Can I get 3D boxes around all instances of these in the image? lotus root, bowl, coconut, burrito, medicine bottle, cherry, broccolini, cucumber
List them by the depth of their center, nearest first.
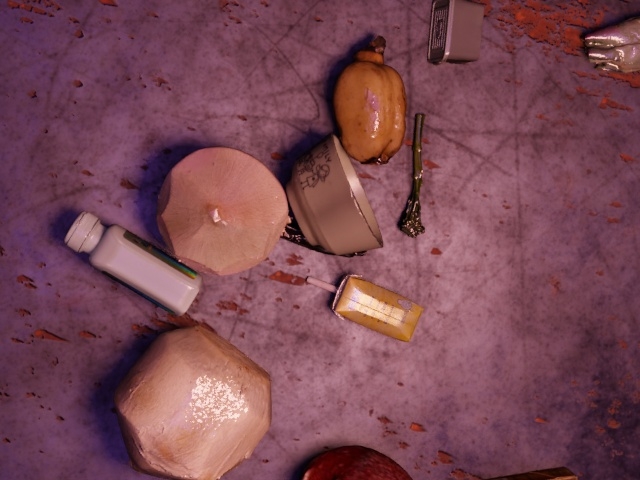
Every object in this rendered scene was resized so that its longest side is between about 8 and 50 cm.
[{"bbox_3d":[-0.157,-0.045,1.688,0.224,0.234,0.224,-1,99,-9],"label":"coconut"},{"bbox_3d":[-0.210,0.281,1.706,0.245,0.245,0.247,36,89,-9],"label":"coconut"},{"bbox_3d":[-0.308,0.036,1.727,0.229,0.121,0.083,31,90,-9],"label":"medicine bottle"},{"bbox_3d":[0.014,-0.064,1.736,0.112,0.211,0.211,-22,97,7],"label":"bowl"},{"bbox_3d":[0.076,0.469,1.764,0.203,0.230,0.300,-44,114,9],"label":"cherry"},{"bbox_3d":[0.083,-0.235,1.770,0.118,0.125,0.220,-5,89,34],"label":"lotus root"},{"bbox_3d":[0.000,0.000,1.814,0.163,0.043,0.039,20,49,-12],"label":"cucumber"},{"bbox_3d":[0.171,-0.113,1.829,0.044,0.042,0.218,8,91,-10],"label":"broccolini"},{"bbox_3d":[0.611,-0.364,1.862,0.309,0.066,0.096,-17,91,-7],"label":"burrito"}]

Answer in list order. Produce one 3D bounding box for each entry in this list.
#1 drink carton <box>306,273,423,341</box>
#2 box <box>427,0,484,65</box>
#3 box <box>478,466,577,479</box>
[{"bbox_3d":[0.073,0.106,1.813,0.200,0.074,0.084,23,90,-10],"label":"drink carton"},{"bbox_3d":[0.233,-0.359,1.801,0.069,0.084,0.122,4,95,-16],"label":"box"},{"bbox_3d":[0.344,0.506,1.883,0.240,0.071,0.159,-7,93,-7],"label":"box"}]
